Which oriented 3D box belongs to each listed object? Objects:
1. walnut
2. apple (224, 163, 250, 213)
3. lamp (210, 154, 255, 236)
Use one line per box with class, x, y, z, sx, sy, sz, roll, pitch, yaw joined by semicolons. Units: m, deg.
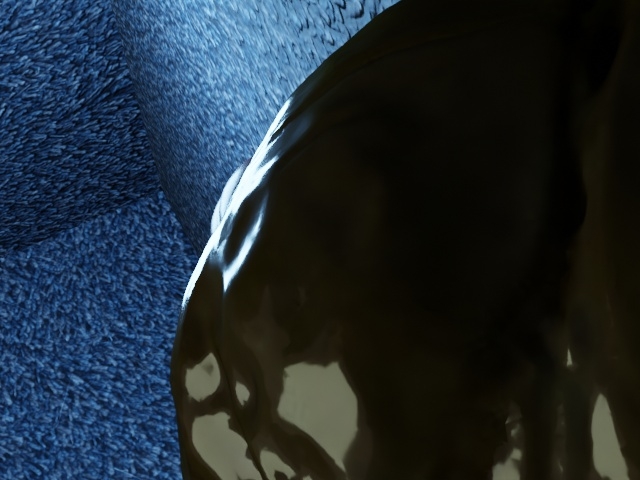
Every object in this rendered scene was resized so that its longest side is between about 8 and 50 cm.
walnut;0.116;0.078;0.519;0.354;0.308;0.398;16;120;21
apple;0.047;0.020;0.940;0.234;0.257;0.257;3;117;60
lamp;0.000;0.000;1.194;0.227;0.227;0.227;60;166;25
